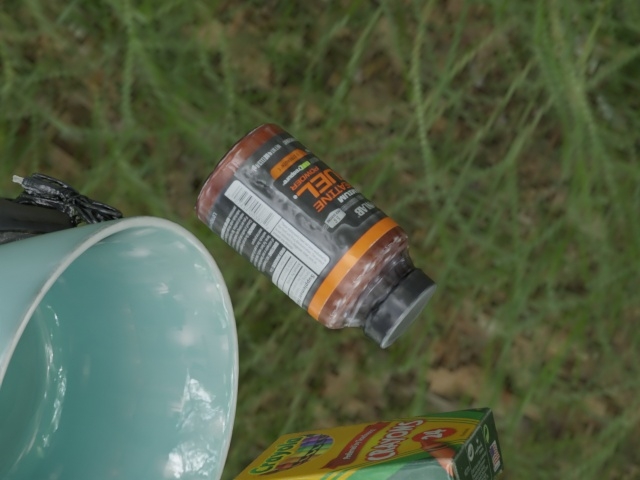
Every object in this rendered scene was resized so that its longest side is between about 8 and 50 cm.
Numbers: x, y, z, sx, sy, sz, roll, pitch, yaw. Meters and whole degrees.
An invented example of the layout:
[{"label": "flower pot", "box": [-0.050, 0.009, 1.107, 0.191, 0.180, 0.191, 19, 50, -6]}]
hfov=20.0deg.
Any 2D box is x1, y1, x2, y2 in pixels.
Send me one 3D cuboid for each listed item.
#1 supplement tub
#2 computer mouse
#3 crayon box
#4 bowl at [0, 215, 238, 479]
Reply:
[{"label": "supplement tub", "box": [0.000, 0.000, 1.490, 0.198, 0.106, 0.106, 40, 143, 10]}, {"label": "computer mouse", "box": [-0.343, -0.020, 1.865, 0.188, 0.272, 0.072, 21, 121, 42]}, {"label": "crayon box", "box": [0.030, 0.272, 2.057, 0.318, 0.202, 0.081, -10, 98, 19]}, {"label": "bowl", "box": [-0.209, 0.123, 1.333, 0.163, 0.311, 0.311, 12, 139, 30]}]
